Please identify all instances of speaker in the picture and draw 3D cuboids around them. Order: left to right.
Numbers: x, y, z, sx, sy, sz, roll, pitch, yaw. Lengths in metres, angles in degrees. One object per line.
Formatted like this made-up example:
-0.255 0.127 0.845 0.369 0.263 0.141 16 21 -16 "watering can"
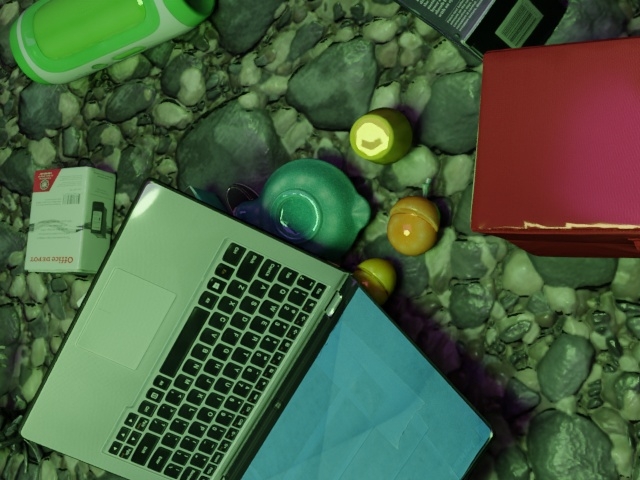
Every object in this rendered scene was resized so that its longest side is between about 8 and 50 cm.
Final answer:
-0.300 -0.319 1.441 0.296 0.131 0.131 -16 73 28 "speaker"

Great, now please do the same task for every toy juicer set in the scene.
0.000 0.000 1.234 0.329 0.089 0.209 -30 87 19 "toy juicer set"

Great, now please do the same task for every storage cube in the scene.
0.280 -0.087 1.017 0.193 0.184 0.215 0 82 32 "storage cube"

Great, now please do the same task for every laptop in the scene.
-0.097 0.210 1.121 0.382 0.408 0.236 -59 15 19 "laptop"

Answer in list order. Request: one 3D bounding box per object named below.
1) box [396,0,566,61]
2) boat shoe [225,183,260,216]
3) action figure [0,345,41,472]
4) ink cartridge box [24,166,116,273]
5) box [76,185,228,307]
0.150 -0.294 1.151 0.207 0.153 0.108 42 104 31 "box"
-0.092 -0.028 1.314 0.046 0.038 0.125 -40 64 19 "boat shoe"
-0.503 0.212 1.446 0.164 0.276 0.141 -34 24 48 "action figure"
-0.361 -0.025 1.460 0.109 0.063 0.150 -1 81 31 "ink cartridge box"
-0.215 0.047 1.361 0.244 0.060 0.100 -43 63 18 "box"
